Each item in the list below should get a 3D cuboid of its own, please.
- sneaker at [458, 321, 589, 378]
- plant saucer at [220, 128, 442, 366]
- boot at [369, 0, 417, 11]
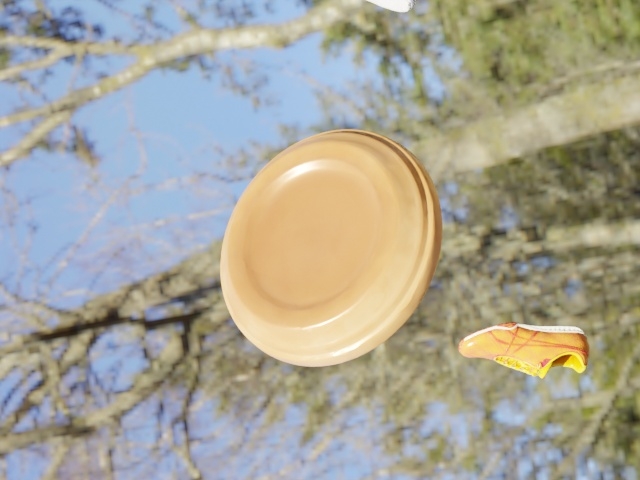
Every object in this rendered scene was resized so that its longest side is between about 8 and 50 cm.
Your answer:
[{"bbox_3d":[0.270,0.147,1.816,0.064,0.175,0.067,93,177,-65],"label":"sneaker"},{"bbox_3d":[0.000,0.000,1.095,0.037,0.200,0.199,34,-132,-54],"label":"plant saucer"},{"bbox_3d":[0.020,-0.271,1.208,0.086,0.190,0.069,-59,-20,-11],"label":"boot"}]
